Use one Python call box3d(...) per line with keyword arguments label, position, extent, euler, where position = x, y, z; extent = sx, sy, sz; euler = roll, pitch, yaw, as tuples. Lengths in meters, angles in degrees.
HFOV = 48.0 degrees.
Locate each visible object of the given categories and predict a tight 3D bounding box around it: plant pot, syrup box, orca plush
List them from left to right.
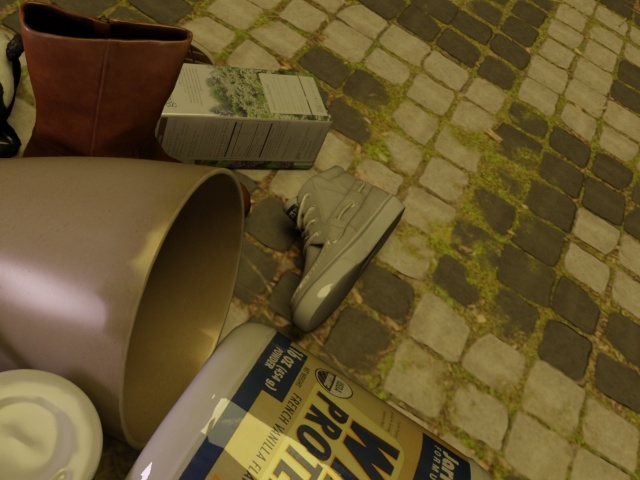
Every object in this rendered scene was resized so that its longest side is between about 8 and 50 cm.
box3d(label="orca plush", position=(-0.357, -0.142, 0.799), extent=(0.151, 0.102, 0.287), euler=(-41, 40, -4))
box3d(label="plant pot", position=(-0.243, 0.027, 0.662), extent=(0.273, 0.257, 0.257), euler=(15, 48, 10))
box3d(label="syrup box", position=(-0.115, -0.159, 0.928), extent=(0.236, 0.096, 0.093), euler=(-3, 55, -25))

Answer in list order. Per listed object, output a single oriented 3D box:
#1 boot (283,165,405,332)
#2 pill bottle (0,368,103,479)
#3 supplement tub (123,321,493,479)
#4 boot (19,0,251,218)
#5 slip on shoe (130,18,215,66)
box3d(label="boot", position=(0.000, 0.000, 0.875), extent=(0.123, 0.095, 0.258), euler=(32, 40, 9))
box3d(label="pill bottle", position=(-0.234, 0.187, 0.556), extent=(0.111, 0.187, 0.112), euler=(12, 51, -16))
box3d(label="supplement tub", position=(0.007, 0.239, 0.597), extent=(0.316, 0.228, 0.228), euler=(33, 49, 2))
box3d(label="boot", position=(-0.172, -0.118, 0.749), extent=(0.263, 0.280, 0.096), euler=(10, 52, -16))
box3d(label="slip on shoe", position=(-0.208, -0.273, 1.008), extent=(0.135, 0.052, 0.041), euler=(20, 38, -1))
